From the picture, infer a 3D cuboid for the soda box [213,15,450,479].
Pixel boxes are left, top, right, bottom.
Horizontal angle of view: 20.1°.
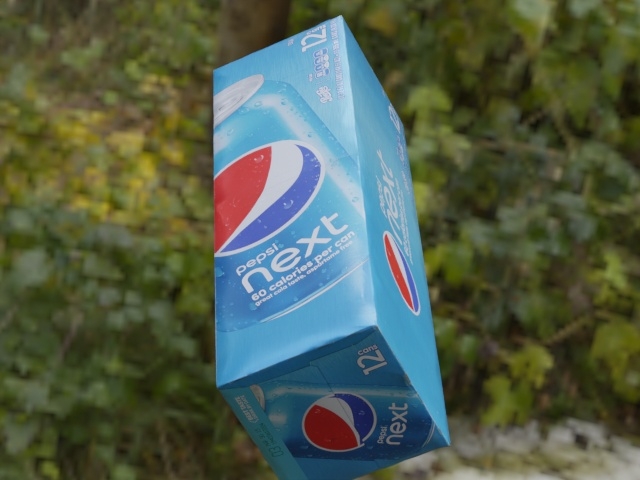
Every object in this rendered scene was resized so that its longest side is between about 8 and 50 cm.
[{"bbox_3d":[0.000,0.000,0.736,0.067,0.071,0.210,-22,37,13],"label":"soda box"}]
